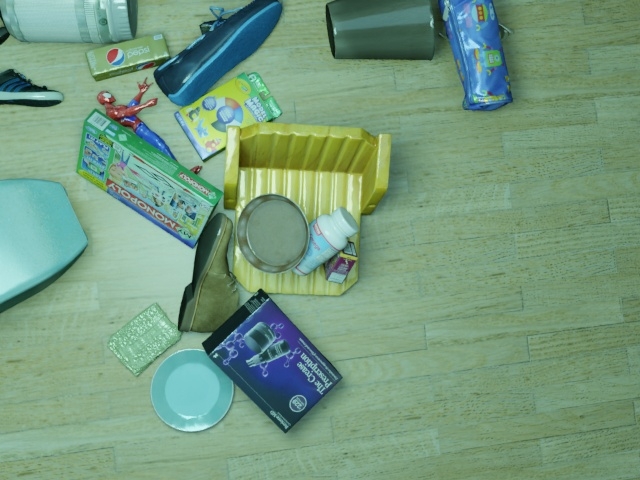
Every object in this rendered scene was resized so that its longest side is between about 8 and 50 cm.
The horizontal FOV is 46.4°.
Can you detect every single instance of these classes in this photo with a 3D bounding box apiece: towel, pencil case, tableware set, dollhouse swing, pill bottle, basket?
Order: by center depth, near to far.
[{"bbox_3d":[0.000,0.000,1.588,0.160,0.087,0.087,-37,92,19],"label":"pill bottle"},{"bbox_3d":[-0.041,-0.054,1.636,0.346,0.315,0.305,3,76,-7],"label":"dollhouse swing"},{"bbox_3d":[-0.400,0.223,1.698,0.148,0.027,0.110,-41,92,-6],"label":"towel"},{"bbox_3d":[0.133,-0.501,1.735,0.226,0.154,0.205,-11,91,-3],"label":"basket"},{"bbox_3d":[0.362,-0.453,1.751,0.133,0.119,0.306,-18,97,-30],"label":"pencil case"},{"bbox_3d":[0.375,-0.507,1.823,0.141,0.020,0.169,42,83,-3],"label":"tableware set"}]

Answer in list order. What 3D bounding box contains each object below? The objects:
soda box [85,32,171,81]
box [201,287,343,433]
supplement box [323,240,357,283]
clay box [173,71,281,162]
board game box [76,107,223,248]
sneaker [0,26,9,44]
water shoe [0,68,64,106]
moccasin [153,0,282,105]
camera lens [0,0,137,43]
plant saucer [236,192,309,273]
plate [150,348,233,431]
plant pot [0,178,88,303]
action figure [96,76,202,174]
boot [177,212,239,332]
[{"bbox_3d":[-0.437,-0.418,1.706,0.181,0.061,0.058,-16,90,-7],"label":"soda box"},{"bbox_3d":[-0.106,0.268,1.662,0.184,0.103,0.261,-43,108,-4],"label":"box"},{"bbox_3d":[0.043,0.046,1.641,0.043,0.055,0.083,15,127,-21],"label":"supplement box"},{"bbox_3d":[-0.211,-0.293,1.730,0.222,0.053,0.127,-33,91,-6],"label":"clay box"},{"bbox_3d":[-0.378,-0.127,1.626,0.317,0.213,0.046,33,56,-4],"label":"board game box"},{"bbox_3d":[-0.790,-0.449,1.672,0.170,0.051,0.089,-38,97,-3],"label":"sneaker"},{"bbox_3d":[-0.679,-0.346,1.670,0.203,0.073,0.080,1,85,-7],"label":"water shoe"},{"bbox_3d":[-0.236,-0.455,1.686,0.117,0.138,0.342,43,73,15],"label":"moccasin"},{"bbox_3d":[-0.548,-0.541,1.619,0.274,0.219,0.220,0,87,-6],"label":"camera lens"},{"bbox_3d":[-0.096,-0.015,1.560,0.168,0.029,0.169,2,95,21],"label":"plant saucer"},{"bbox_3d":[-0.293,0.340,1.707,0.188,0.024,0.188,0,88,-7],"label":"plate"},{"bbox_3d":[-0.641,-0.002,1.580,0.252,0.247,0.248,-25,90,-24],"label":"plant pot"},{"bbox_3d":[-0.371,-0.269,1.693,0.280,0.091,0.139,37,91,-5],"label":"action figure"},{"bbox_3d":[-0.226,0.076,1.650,0.115,0.112,0.305,11,119,-17],"label":"boot"}]
